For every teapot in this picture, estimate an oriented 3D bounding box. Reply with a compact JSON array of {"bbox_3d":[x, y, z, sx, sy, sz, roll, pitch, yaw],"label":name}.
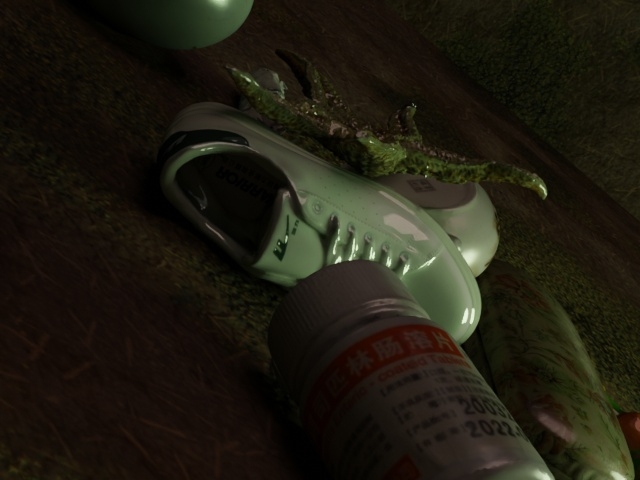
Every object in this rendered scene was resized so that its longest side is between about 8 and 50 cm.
[{"bbox_3d":[0.097,-0.006,1.531,0.204,0.139,0.298,2,34,-19],"label":"teapot"}]

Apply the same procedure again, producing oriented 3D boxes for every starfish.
[{"bbox_3d":[0.031,-0.119,1.422,0.358,0.078,0.347,14,19,-32],"label":"starfish"}]

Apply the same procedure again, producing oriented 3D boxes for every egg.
[{"bbox_3d":[-0.201,-0.333,1.646,0.264,0.183,0.183,28,19,-15],"label":"egg"}]

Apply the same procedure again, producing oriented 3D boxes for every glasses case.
[{"bbox_3d":[0.229,0.141,1.481,0.156,0.098,0.425,33,18,-13],"label":"glasses case"}]

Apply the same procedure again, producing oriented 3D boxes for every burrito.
[{"bbox_3d":[-0.071,-0.167,1.708,0.064,0.064,0.203,35,18,-14],"label":"burrito"}]

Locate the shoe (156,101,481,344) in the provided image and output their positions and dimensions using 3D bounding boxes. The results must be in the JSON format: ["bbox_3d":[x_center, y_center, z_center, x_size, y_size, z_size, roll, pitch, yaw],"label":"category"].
[{"bbox_3d":[0.000,0.000,1.313,0.363,0.132,0.160,34,16,-5],"label":"shoe"}]

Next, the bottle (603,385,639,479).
[{"bbox_3d":[0.355,0.231,1.579,0.187,0.069,0.069,47,18,28],"label":"bottle"}]

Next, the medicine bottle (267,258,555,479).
[{"bbox_3d":[0.062,0.137,1.060,0.144,0.144,0.252,26,21,-39],"label":"medicine bottle"}]
